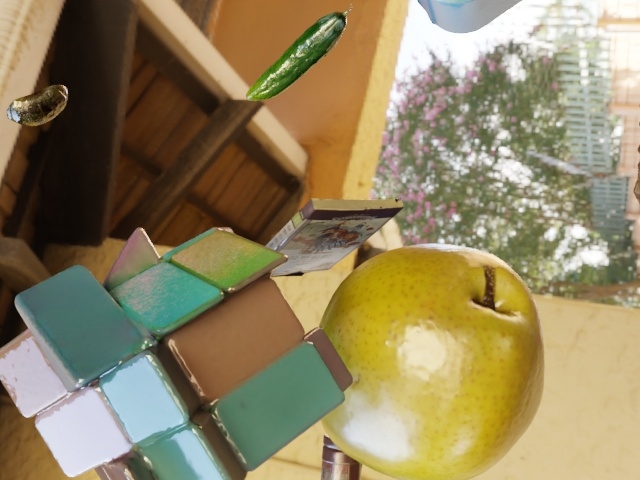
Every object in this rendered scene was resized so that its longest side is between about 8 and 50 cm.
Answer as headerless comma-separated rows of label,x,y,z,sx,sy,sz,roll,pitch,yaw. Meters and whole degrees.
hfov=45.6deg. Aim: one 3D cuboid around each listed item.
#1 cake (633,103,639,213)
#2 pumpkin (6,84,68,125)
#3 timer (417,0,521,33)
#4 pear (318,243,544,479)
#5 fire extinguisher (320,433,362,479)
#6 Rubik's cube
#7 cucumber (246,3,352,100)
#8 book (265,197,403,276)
cake,0.208,-0.062,0.264,0.135,0.147,0.134,-116,32,-86
pumpkin,-0.359,-0.169,0.979,0.083,0.028,0.050,-34,-18,-13
timer,0.157,-0.342,0.673,0.232,0.250,0.091,58,-171,9
pear,0.158,0.192,1.173,0.418,0.362,0.362,-50,10,49
fire extinguisher,0.021,0.478,1.362,0.106,0.075,0.252,11,-98,-46
Rubik's cube,-0.171,0.159,0.967,0.358,0.387,0.368,57,-176,-1
cucumber,-0.022,-0.220,0.907,0.039,0.168,0.039,44,-160,-20
book,0.000,0.001,1.139,0.157,0.231,0.026,-3,-114,-34
